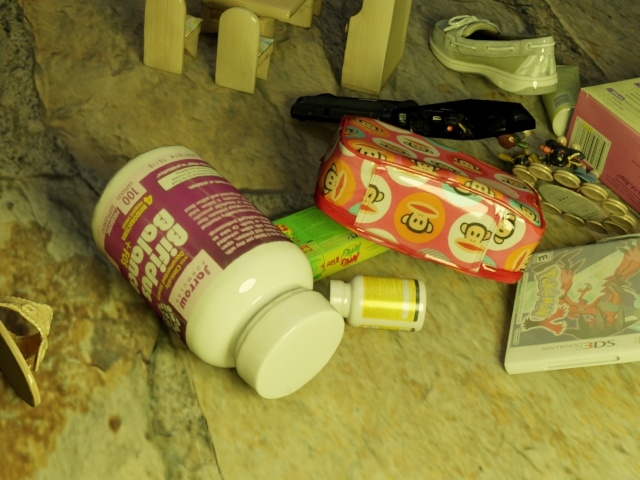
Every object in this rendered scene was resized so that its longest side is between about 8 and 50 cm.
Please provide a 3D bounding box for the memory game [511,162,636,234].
[{"bbox_3d":[0.344,-0.057,1.499,0.186,0.186,0.012,25,79,20],"label":"memory game"}]

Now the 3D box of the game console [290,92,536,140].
[{"bbox_3d":[0.126,-0.190,1.645,0.361,0.044,0.213,11,16,36],"label":"game console"}]

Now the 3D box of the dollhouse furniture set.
[{"bbox_3d":[-0.050,-0.434,1.834,0.394,0.257,0.362,17,37,11],"label":"dollhouse furniture set"}]

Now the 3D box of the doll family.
[{"bbox_3d":[0.340,-0.117,1.637,0.193,0.076,0.111,15,17,16],"label":"doll family"}]

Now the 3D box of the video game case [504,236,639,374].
[{"bbox_3d":[0.324,0.075,1.332,0.183,0.023,0.201,-10,36,26],"label":"video game case"}]

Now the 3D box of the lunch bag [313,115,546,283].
[{"bbox_3d":[0.142,-0.068,1.438,0.293,0.120,0.258,21,20,-4],"label":"lunch bag"}]

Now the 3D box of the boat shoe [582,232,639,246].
[{"bbox_3d":[0.496,0.029,1.450,0.306,0.113,0.105,-8,31,3],"label":"boat shoe"}]

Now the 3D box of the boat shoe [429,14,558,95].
[{"bbox_3d":[0.296,-0.336,1.878,0.118,0.103,0.320,-10,28,-21],"label":"boat shoe"}]

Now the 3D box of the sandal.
[{"bbox_3d":[-0.339,0.085,1.214,0.079,0.088,0.240,-26,43,-30],"label":"sandal"}]

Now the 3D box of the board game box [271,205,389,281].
[{"bbox_3d":[0.000,0.000,1.437,0.181,0.043,0.092,-22,46,-36],"label":"board game box"}]

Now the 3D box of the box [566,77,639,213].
[{"bbox_3d":[0.546,-0.153,1.697,0.243,0.117,0.213,-13,42,-26],"label":"box"}]

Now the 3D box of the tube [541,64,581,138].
[{"bbox_3d":[0.410,-0.248,1.853,0.070,0.062,0.240,37,27,-20],"label":"tube"}]

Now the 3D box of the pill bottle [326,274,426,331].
[{"bbox_3d":[0.066,0.076,1.331,0.116,0.065,0.065,5,36,-6],"label":"pill bottle"}]

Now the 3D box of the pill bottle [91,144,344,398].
[{"bbox_3d":[-0.116,0.037,1.249,0.169,0.169,0.301,-23,52,-36],"label":"pill bottle"}]
